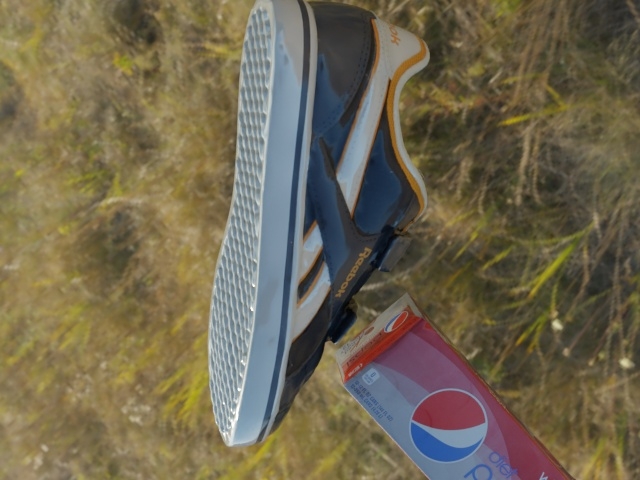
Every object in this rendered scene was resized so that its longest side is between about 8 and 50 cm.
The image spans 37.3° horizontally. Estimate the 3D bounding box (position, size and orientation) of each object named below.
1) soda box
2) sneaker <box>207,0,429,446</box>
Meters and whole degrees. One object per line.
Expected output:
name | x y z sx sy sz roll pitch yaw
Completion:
soda box | 0.130 0.175 0.820 0.263 0.092 0.083 48 -176 -11
sneaker | 0.000 0.000 0.656 0.126 0.127 0.321 -129 45 -59
